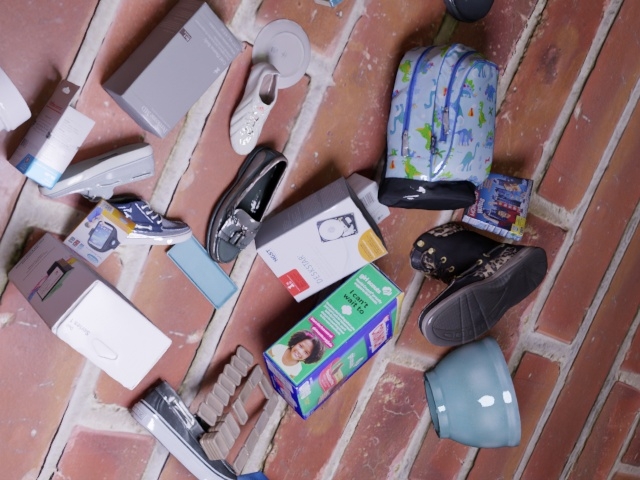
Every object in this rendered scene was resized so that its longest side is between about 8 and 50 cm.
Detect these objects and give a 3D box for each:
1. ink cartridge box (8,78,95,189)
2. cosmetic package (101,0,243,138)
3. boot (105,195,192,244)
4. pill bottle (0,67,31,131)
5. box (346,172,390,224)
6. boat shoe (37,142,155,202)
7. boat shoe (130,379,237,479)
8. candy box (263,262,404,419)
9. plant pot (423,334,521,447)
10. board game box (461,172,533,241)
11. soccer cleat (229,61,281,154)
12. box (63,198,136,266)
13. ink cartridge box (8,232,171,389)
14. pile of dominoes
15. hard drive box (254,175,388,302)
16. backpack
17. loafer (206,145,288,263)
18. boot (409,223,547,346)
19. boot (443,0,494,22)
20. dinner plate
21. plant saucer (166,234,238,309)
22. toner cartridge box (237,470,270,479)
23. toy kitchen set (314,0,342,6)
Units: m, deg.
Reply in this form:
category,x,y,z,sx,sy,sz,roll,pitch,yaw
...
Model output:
category,x,y,z,sx,sy,sz,roll,pitch,yaw
ink cartridge box,-0.465,-0.188,1.526,0.060,0.104,0.180,35,86,-38
cosmetic package,-0.276,-0.322,1.612,0.238,0.107,0.127,-54,131,-10
boot,-0.337,-0.041,1.691,0.189,0.069,0.086,-4,114,-33
pill bottle,-0.624,-0.176,1.384,0.283,0.161,0.161,-40,125,-18
box,0.083,-0.078,1.961,0.101,0.087,0.102,-40,126,-16
boat shoe,-0.408,-0.112,1.610,0.227,0.079,0.081,-26,116,-29
boat shoe,-0.266,0.433,1.883,0.119,0.121,0.335,-46,127,-13
candy box,0.035,0.229,1.946,0.317,0.122,0.268,-42,159,-16
plant pot,0.382,0.412,2.255,0.196,0.293,0.293,-12,116,-3
board game box,0.406,-0.096,2.104,0.060,0.194,0.194,105,6,-51
soccer cleat,-0.132,-0.262,1.745,0.068,0.076,0.196,7,109,-36
box,-0.420,-0.008,1.625,0.081,0.028,0.136,39,116,-18
ink cartridge box,-0.419,0.123,1.562,0.117,0.278,0.201,-49,128,-10
pile of dominoes,-0.190,0.367,1.906,0.196,0.040,0.251,66,31,-24
hard drive box,0.000,0.000,1.870,0.232,0.089,0.181,-30,125,12
backpack,0.268,-0.259,1.926,0.290,0.273,0.356,4,78,-51
loafer,-0.151,-0.070,1.795,0.096,0.084,0.268,27,87,-40
boot,0.318,0.092,2.062,0.377,0.284,0.138,-33,124,-23
boot,0.450,-0.621,1.790,0.146,0.445,0.367,-10,112,-32
dinner plate,-0.076,-0.383,1.784,0.141,0.017,0.141,-12,112,-30
plant saucer,-0.249,0.064,1.826,0.067,0.018,0.192,-46,126,-13
toner cartridge box,-0.247,0.616,1.938,0.347,0.165,0.075,-1,106,-35
toy kitchen set,-0.052,-0.501,1.689,0.207,0.122,0.166,-37,124,-19
